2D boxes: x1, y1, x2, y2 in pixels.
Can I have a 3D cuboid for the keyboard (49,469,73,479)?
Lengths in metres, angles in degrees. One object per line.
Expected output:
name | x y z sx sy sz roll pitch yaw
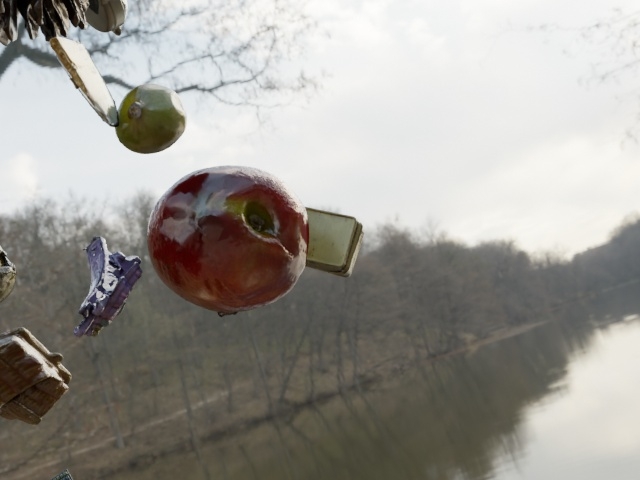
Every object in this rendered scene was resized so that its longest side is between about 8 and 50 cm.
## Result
keyboard | -0.575 0.533 1.542 0.176 0.055 0.014 -32 -14 -15

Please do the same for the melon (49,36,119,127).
melon | -0.412 -0.276 1.371 0.054 0.182 0.098 -33 6 -1

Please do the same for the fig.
fig | -0.314 -0.225 1.424 0.121 0.136 0.153 26 -8 -32

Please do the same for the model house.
model house | -0.671 0.306 1.614 0.220 0.199 0.229 -31 15 5

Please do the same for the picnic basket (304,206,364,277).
picnic basket | 0.000 0.000 1.573 0.164 0.115 0.079 15 -11 18

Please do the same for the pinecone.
pinecone | -0.651 -0.615 1.699 0.398 0.397 0.398 -17 -9 -3

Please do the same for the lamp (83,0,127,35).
lamp | -0.573 -0.646 1.992 0.108 0.179 0.246 -48 -4 -21

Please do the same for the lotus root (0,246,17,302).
lotus root | -0.719 0.092 1.472 0.278 0.154 0.154 -32 3 -42

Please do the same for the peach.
peach | -0.180 0.005 1.417 0.281 0.281 0.338 -11 -10 -34

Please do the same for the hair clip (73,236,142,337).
hair clip | -0.356 0.075 1.308 0.137 0.090 0.278 -46 27 11
